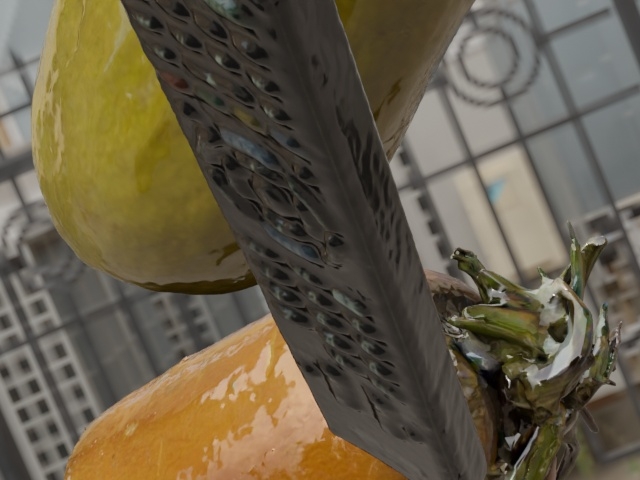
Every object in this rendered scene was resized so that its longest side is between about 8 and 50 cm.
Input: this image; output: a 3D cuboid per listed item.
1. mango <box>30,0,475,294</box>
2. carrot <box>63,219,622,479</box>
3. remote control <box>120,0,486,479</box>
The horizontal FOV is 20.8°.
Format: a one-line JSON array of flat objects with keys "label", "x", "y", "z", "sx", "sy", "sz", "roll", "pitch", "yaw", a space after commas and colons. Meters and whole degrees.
[{"label": "mango", "x": -0.001, "y": -0.110, "z": 0.617, "sx": 0.331, "sy": 0.142, "sz": 0.195, "roll": -52, "pitch": 10, "yaw": 33}, {"label": "carrot", "x": 0.031, "y": 0.123, "z": 0.992, "sx": 0.331, "sy": 0.214, "sz": 0.193, "roll": -34, "pitch": 13, "yaw": 36}, {"label": "remote control", "x": 0.000, "y": 0.000, "z": 0.456, "sx": 0.063, "sy": 0.245, "sz": 0.025, "roll": 26, "pitch": 66, "yaw": 29}]
